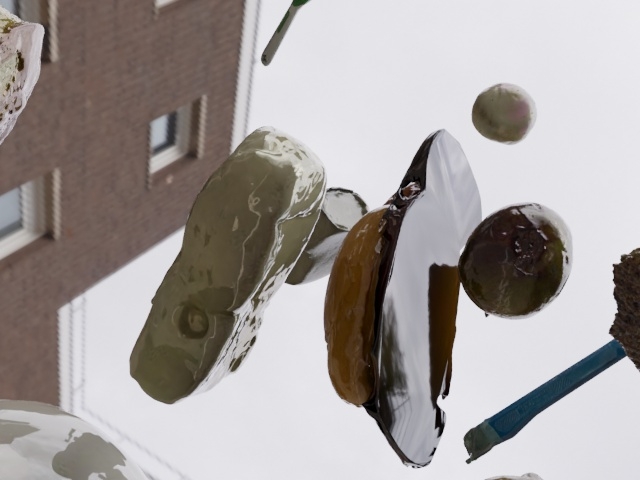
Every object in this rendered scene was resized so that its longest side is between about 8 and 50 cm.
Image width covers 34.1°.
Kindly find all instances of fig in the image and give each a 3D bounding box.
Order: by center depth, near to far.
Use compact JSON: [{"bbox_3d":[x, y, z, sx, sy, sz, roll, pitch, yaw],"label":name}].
[{"bbox_3d":[0.139,0.019,0.761,0.082,0.084,0.098,2,-18,-2],"label":"fig"}]

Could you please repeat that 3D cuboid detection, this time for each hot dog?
[{"bbox_3d":[0.077,0.059,1.080,0.107,0.326,0.194,-5,-44,37],"label":"hot dog"}]

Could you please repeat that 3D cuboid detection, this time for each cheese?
[{"bbox_3d":[-0.081,0.021,0.940,0.093,0.159,0.263,30,-75,6],"label":"cheese"},{"bbox_3d":[0.000,0.000,1.855,0.202,0.175,0.091,-46,-119,26],"label":"cheese"}]

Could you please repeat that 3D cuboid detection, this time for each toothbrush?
[{"bbox_3d":[-0.020,-0.359,1.525,0.030,0.030,0.304,45,-44,7],"label":"toothbrush"}]

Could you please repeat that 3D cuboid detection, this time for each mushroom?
[{"bbox_3d":[0.232,-0.158,1.324,0.083,0.083,0.067,32,-28,19],"label":"mushroom"}]

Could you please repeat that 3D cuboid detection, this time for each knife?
[{"bbox_3d":[0.320,0.226,1.485,0.296,0.026,0.044,-36,-115,16],"label":"knife"}]

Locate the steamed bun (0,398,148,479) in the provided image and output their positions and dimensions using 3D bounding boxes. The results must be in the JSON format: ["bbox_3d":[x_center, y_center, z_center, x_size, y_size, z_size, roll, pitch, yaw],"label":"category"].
[{"bbox_3d":[-0.278,0.299,0.800,0.334,0.374,0.334,20,-49,25],"label":"steamed bun"}]

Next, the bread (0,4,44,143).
[{"bbox_3d":[-0.431,-0.161,1.206,0.148,0.270,0.270,35,-46,-5],"label":"bread"}]

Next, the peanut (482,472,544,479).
[{"bbox_3d":[0.191,0.344,1.252,0.193,0.089,0.089,-37,-89,3],"label":"peanut"}]

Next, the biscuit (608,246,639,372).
[{"bbox_3d":[0.398,0.118,1.199,0.237,0.026,0.131,51,-32,-5],"label":"biscuit"}]
